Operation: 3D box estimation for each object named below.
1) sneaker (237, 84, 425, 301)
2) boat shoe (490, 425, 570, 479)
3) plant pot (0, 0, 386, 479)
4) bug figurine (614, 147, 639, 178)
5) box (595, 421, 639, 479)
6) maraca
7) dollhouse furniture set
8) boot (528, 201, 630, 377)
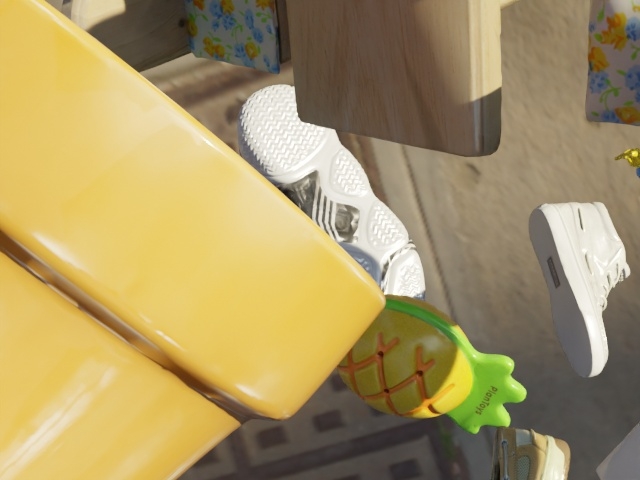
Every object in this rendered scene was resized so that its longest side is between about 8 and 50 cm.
[{"bbox_3d":[0.000,0.000,1.469,0.137,0.210,0.366,-25,78,-19],"label":"sneaker"},{"bbox_3d":[0.138,0.238,0.920,0.072,0.068,0.190,19,65,-4],"label":"boat shoe"},{"bbox_3d":[-0.114,0.032,0.409,0.205,0.205,0.188,37,86,17],"label":"plant pot"},{"bbox_3d":[0.502,-0.135,1.404,0.279,0.216,0.072,-28,92,1],"label":"bug figurine"},{"bbox_3d":[0.467,0.331,1.198,0.168,0.215,0.345,-56,30,27],"label":"box"},{"bbox_3d":[0.093,0.113,1.065,0.185,0.099,0.127,25,137,6],"label":"maraca"},{"bbox_3d":[-0.003,-0.217,0.480,0.362,0.256,0.394,16,123,37],"label":"dollhouse furniture set"},{"bbox_3d":[0.392,0.061,1.681,0.123,0.095,0.258,-7,73,-17],"label":"boot"}]
